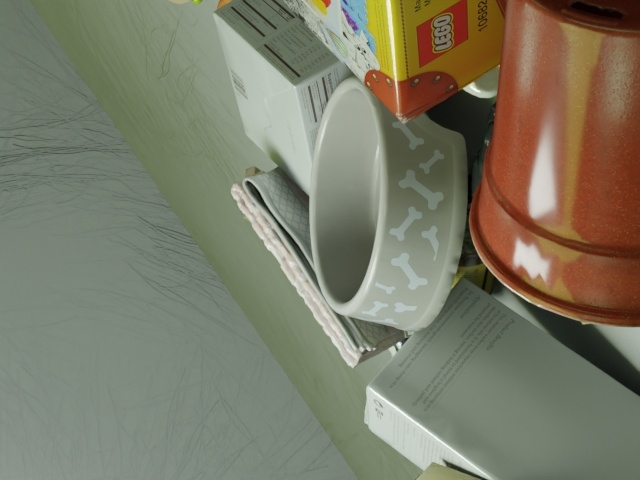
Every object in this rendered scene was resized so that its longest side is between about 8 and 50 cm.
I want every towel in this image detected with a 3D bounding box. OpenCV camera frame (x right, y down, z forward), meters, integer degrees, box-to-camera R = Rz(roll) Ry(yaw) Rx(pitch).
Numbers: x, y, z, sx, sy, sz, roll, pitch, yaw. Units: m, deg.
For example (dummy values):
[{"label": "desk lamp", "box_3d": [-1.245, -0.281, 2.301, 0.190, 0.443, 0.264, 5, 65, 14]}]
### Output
[{"label": "towel", "box_3d": [0.038, 0.013, 1.976, 0.332, 0.053, 0.317, 55, -152, 7]}]

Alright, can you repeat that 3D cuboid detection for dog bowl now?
[{"label": "dog bowl", "box_3d": [0.075, -0.056, 1.646, 0.349, 0.102, 0.349, -177, 90, -72]}]

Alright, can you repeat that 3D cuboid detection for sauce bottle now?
[{"label": "sauce bottle", "box_3d": [0.192, 0.053, 1.817, 0.111, 0.111, 0.344, 50, 161, 23]}]

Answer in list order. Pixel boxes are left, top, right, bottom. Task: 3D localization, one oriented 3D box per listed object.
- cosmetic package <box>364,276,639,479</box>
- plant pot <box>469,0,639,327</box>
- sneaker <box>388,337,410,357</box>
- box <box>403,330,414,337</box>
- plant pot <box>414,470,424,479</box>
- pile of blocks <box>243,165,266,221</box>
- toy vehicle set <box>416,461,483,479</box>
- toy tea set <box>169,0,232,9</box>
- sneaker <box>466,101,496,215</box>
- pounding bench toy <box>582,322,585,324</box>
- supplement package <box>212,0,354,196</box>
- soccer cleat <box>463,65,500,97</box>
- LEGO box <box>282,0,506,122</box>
[{"label": "cosmetic package", "box_3d": [0.270, 0.251, 1.652, 0.385, 0.217, 0.156, 37, 159, 19]}, {"label": "plant pot", "box_3d": [0.258, -0.117, 1.058, 0.272, 0.272, 0.265, 43, 151, 40]}, {"label": "sneaker", "box_3d": [0.148, 0.187, 2.243, 0.235, 0.094, 0.153, 33, 145, 34]}, {"label": "box", "box_3d": [0.116, 0.016, 1.924, 0.136, 0.036, 0.225, 74, -173, -49]}, {"label": "plant pot", "box_3d": [0.301, 0.414, 1.864, 0.341, 0.341, 0.334, 51, 156, 17]}, {"label": "pile of blocks", "box_3d": [0.000, 0.000, 2.352, 0.112, 0.149, 0.362, -19, 122, 30]}, {"label": "toy vehicle set", "box_3d": [0.232, 0.405, 1.617, 0.166, 0.035, 0.267, 12, 136, 46]}, {"label": "toy tea set", "box_3d": [-0.180, -0.476, 1.950, 0.200, 0.124, 0.336, 2, 126, 35]}, {"label": "sneaker", "box_3d": [0.231, -0.108, 1.457, 0.283, 0.107, 0.124, -17, 92, 70]}, {"label": "pounding bench toy", "box_3d": [0.334, 0.063, 1.520, 0.065, 0.052, 0.083, 57, 164, -2]}, {"label": "supplement package", "box_3d": [-0.019, -0.220, 1.842, 0.204, 0.145, 0.262, 46, 161, 33]}, {"label": "soccer cleat", "box_3d": [0.154, -0.228, 1.473, 0.196, 0.068, 0.076, 55, 171, 31]}, {"label": "LEGO box", "box_3d": [0.017, -0.404, 1.047, 0.372, 0.193, 0.500, 49, 164, 31]}]
